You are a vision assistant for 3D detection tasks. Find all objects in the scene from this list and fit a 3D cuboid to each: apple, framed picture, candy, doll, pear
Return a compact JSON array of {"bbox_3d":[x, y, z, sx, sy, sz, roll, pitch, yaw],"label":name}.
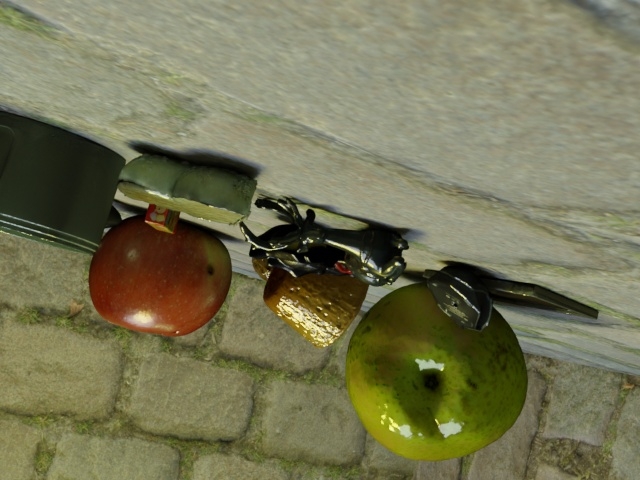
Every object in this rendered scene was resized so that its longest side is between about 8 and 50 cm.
[{"bbox_3d":[-0.391,0.088,1.899,0.348,0.277,0.348,15,173,2],"label":"apple"},{"bbox_3d":[0.331,0.097,1.381,0.189,0.023,0.260,20,172,-35],"label":"framed picture"},{"bbox_3d":[-0.286,-0.052,1.425,0.038,0.062,0.122,14,173,0],"label":"candy"},{"bbox_3d":[-0.001,0.020,1.305,0.248,0.088,0.127,8,156,-20],"label":"doll"},{"bbox_3d":[0.231,0.262,1.549,0.391,0.391,0.391,16,173,2],"label":"pear"}]

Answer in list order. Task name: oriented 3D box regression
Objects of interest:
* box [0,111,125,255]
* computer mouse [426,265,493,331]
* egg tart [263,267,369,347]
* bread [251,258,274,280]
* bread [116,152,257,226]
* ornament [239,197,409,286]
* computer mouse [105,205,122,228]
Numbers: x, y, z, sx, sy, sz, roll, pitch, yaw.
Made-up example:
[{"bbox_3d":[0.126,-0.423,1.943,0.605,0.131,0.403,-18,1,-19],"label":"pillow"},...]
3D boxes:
[{"bbox_3d":[-0.412,-0.079,1.119,0.226,0.149,0.226,15,173,2],"label":"box"},{"bbox_3d":[0.238,0.091,1.298,0.106,0.062,0.192,31,165,26],"label":"computer mouse"},{"bbox_3d":[-0.010,0.084,1.474,0.147,0.203,0.202,33,169,-16],"label":"egg tart"},{"bbox_3d":[-0.113,0.061,1.887,0.113,0.082,0.060,12,171,2],"label":"bread"},{"bbox_3d":[-0.151,-0.063,1.008,0.232,0.064,0.172,13,173,37],"label":"bread"},{"bbox_3d":[0.000,0.000,1.135,0.236,0.080,0.202,14,171,-3],"label":"ornament"},{"bbox_3d":[-0.590,-0.070,1.762,0.269,0.086,0.137,-3,171,-20],"label":"computer mouse"}]
